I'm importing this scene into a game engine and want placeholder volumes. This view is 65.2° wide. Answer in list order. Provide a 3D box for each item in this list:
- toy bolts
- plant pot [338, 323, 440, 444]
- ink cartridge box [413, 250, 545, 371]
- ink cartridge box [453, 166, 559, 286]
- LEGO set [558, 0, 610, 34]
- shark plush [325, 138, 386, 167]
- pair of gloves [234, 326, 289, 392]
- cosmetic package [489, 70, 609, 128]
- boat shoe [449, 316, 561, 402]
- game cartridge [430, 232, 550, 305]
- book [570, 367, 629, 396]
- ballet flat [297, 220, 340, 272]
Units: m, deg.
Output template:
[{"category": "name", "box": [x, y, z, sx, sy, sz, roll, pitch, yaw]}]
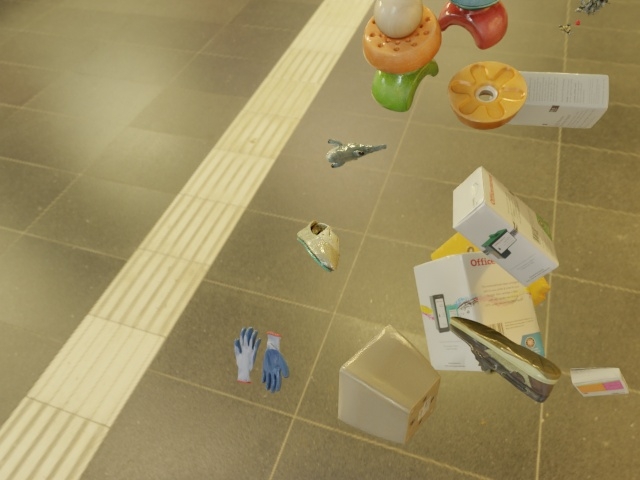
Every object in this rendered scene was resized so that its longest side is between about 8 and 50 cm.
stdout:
[{"category": "toy bolts", "box": [0.188, -0.283, 0.646, 0.218, 0.158, 0.228, 29, 75, 22]}, {"category": "plant pot", "box": [0.095, 0.198, 0.661, 0.096, 0.109, 0.109, 28, 44, 34]}, {"category": "ink cartridge box", "box": [0.386, 0.170, 1.243, 0.198, 0.197, 0.270, -4, 80, -26]}, {"category": "ink cartridge box", "box": [0.391, -0.033, 1.074, 0.219, 0.092, 0.160, 37, 36, -12]}, {"category": "LEGO set", "box": [0.398, -0.339, 0.743, 0.054, 0.083, 0.023, -9, 60, -23]}, {"category": "shark plush", "box": [0.089, -0.215, 1.262, 0.161, 0.073, 0.067, 0, 14, -16]}, {"category": "pair of gloves", "box": [-0.159, 0.317, 1.336, 0.198, 0.023, 0.159, 1, 88, 36]}, {"category": "cosmetic package", "box": [0.508, -0.317, 1.133, 0.231, 0.117, 0.085, 4, 80, 12]}, {"category": "boat shoe", "box": [0.313, 0.208, 0.897, 0.080, 0.073, 0.224, 8, 13, -38]}, {"category": "game cartridge", "box": [0.494, 0.096, 1.493, 0.053, 0.285, 0.323, 11, 47, -36]}, {"category": "book", "box": [0.627, 0.320, 1.120, 0.096, 0.144, 0.035, -14, 54, 30]}, {"category": "ballet flat", "box": [0.000, 0.000, 0.775, 0.052, 0.057, 0.168, -49, 21, 1]}]
